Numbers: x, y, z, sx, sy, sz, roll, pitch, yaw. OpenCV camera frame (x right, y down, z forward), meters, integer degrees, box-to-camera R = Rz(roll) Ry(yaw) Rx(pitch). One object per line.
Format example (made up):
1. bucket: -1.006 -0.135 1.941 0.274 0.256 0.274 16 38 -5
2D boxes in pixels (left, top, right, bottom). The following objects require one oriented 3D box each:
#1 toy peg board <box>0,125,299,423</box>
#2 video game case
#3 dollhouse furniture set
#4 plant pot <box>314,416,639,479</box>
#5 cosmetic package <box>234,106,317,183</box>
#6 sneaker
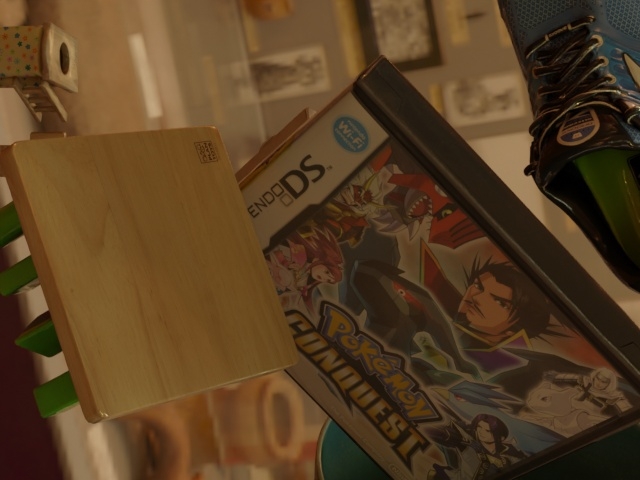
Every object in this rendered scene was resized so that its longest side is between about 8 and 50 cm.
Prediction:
1. toy peg board: -0.117 0.023 0.826 0.161 0.079 0.161 -11 78 -48
2. video game case: 0.057 0.046 0.907 0.275 0.248 0.035 46 47 -5
3. dollhouse furniture set: -0.350 -0.135 1.403 0.101 0.182 0.160 22 68 -82
4. plant pot: 0.128 0.257 1.073 0.290 0.290 0.195 -56 157 -59
5. cosmetic package: 0.000 0.000 1.360 0.107 0.127 0.238 27 37 -35
6. sneaker: 0.218 -0.101 1.039 0.147 0.130 0.330 1 61 -57
